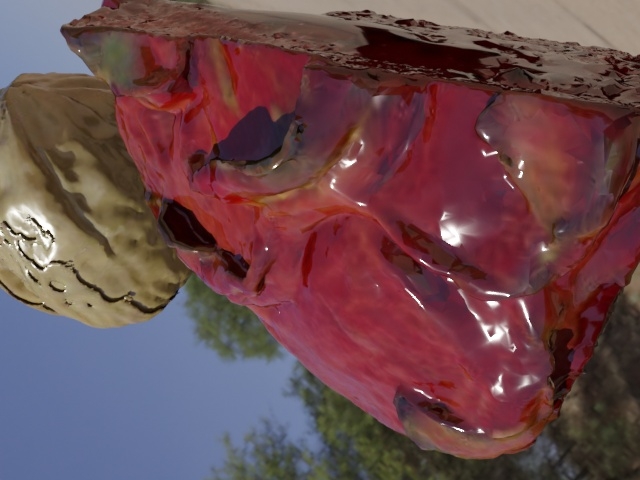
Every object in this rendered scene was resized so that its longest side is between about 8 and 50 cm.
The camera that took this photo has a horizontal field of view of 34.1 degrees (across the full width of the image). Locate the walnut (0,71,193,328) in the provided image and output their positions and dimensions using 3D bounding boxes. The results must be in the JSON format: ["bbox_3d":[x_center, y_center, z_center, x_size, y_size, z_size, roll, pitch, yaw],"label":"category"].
[{"bbox_3d":[-0.197,-0.034,0.873,0.245,0.198,0.198,56,174,-38],"label":"walnut"}]

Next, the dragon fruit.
[{"bbox_3d":[-0.001,0.004,0.557,0.329,0.286,0.228,16,-157,0],"label":"dragon fruit"}]
